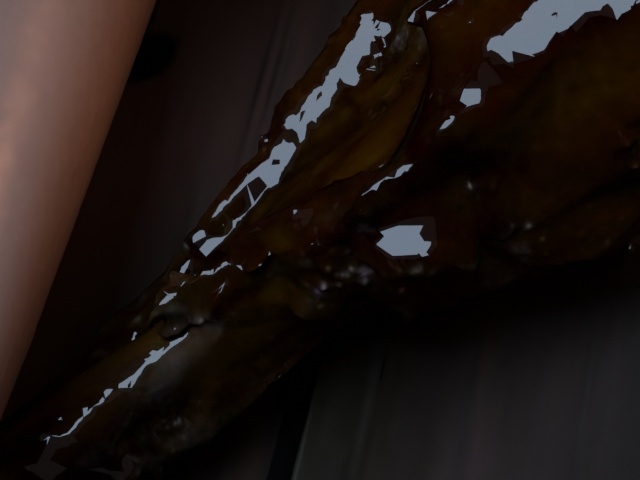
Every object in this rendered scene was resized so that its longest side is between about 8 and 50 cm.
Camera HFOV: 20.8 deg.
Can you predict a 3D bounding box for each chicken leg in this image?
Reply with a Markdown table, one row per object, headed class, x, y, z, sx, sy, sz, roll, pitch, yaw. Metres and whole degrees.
| class | x | y | z | sx | sy | sz | roll | pitch | yaw |
| --- | --- | --- | --- | --- | --- | --- | --- | --- | --- |
| chicken leg | 0.000 | 0.000 | 0.418 | 0.304 | 0.093 | 0.113 | -41 | 33 | 1 |

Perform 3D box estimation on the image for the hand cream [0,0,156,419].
| class | x | y | z | sx | sy | sz | roll | pitch | yaw |
| --- | --- | --- | --- | --- | --- | --- | --- | --- | --- |
| hand cream | -0.099 | -0.018 | 0.414 | 0.139 | 0.089 | 0.314 | -20 | 38 | 34 |
